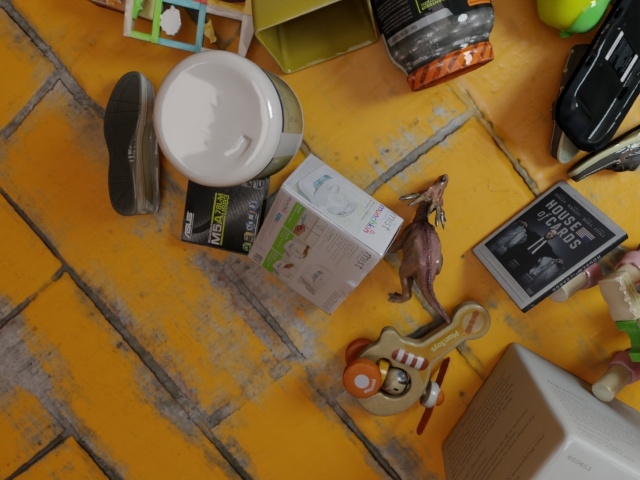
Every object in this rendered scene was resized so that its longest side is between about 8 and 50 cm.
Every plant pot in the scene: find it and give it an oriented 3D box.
[{"bbox_3d":[-0.021,-0.482,0.957,0.212,0.212,0.187,-16,85,11],"label":"plant pot"}]

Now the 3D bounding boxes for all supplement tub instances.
[{"bbox_3d":[0.194,-0.470,0.914,0.207,0.207,0.338,-18,97,12],"label":"supplement tub"},{"bbox_3d":[-0.156,-0.228,0.958,0.228,0.316,0.229,2,101,8],"label":"supplement tub"}]

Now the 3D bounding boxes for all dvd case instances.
[{"bbox_3d":[0.456,0.009,0.999,0.238,0.179,0.029,-41,136,14],"label":"dvd case"}]

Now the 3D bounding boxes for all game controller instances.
[{"bbox_3d":[0.554,-0.329,0.911,0.166,0.067,0.319,29,93,-26],"label":"game controller"}]

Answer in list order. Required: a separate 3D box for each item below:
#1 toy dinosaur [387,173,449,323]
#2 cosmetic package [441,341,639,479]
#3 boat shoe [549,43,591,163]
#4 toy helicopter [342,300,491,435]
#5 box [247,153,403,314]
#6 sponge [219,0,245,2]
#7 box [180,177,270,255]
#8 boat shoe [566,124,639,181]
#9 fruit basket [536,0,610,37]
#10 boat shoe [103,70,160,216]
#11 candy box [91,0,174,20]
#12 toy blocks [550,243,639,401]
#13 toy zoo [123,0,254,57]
[{"bbox_3d":[0.209,0.012,1.001,0.127,0.296,0.200,5,144,-16],"label":"toy dinosaur"},{"bbox_3d":[0.472,0.473,0.958,0.327,0.394,0.330,29,104,3],"label":"cosmetic package"},{"bbox_3d":[0.503,-0.271,0.979,0.081,0.068,0.228,-2,112,-34],"label":"boat shoe"},{"bbox_3d":[0.233,0.271,1.092,0.355,0.140,0.235,-39,95,11],"label":"toy helicopter"},{"bbox_3d":[0.000,0.000,1.013,0.231,0.127,0.262,34,140,1],"label":"box"},{"bbox_3d":[-0.199,-0.618,1.035,0.117,0.031,0.210,3,102,8],"label":"sponge"},{"bbox_3d":[-0.222,-0.073,1.139,0.184,0.045,0.191,12,102,4],"label":"box"},{"bbox_3d":[0.609,-0.171,0.974,0.223,0.080,0.074,-31,90,9],"label":"boat shoe"},{"bbox_3d":[0.444,-0.570,0.844,0.391,0.283,0.393,-1,83,10],"label":"fruit basket"},{"bbox_3d":[-0.416,-0.217,1.123,0.118,0.103,0.321,4,96,27],"label":"boat shoe"},{"bbox_3d":[-0.380,-0.640,1.029,0.182,0.087,0.317,19,103,3],"label":"candy box"},{"bbox_3d":[0.676,0.138,0.941,0.260,0.309,0.289,-23,89,-30],"label":"toy blocks"},{"bbox_3d":[-0.244,-0.487,1.012,0.292,0.030,0.193,8,106,-11],"label":"toy zoo"}]
